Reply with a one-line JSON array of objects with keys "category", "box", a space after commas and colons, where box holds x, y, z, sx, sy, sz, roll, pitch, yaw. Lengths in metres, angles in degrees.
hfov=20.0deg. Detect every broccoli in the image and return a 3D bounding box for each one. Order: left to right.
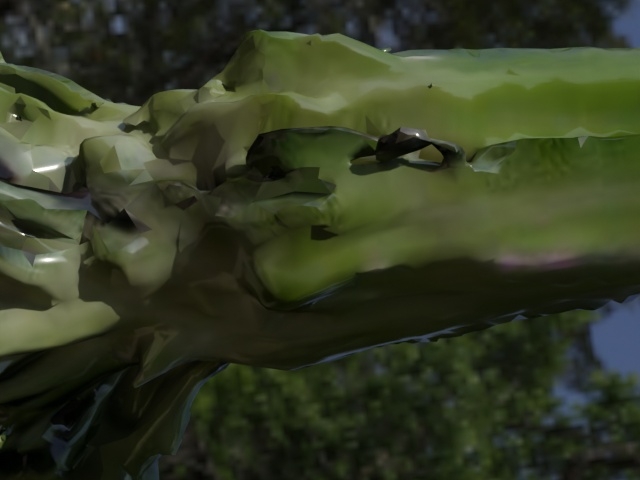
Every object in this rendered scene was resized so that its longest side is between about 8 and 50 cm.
[{"category": "broccoli", "box": [-0.001, -0.008, 0.453, 0.165, 0.304, 0.145, 69, 21, -44]}]
